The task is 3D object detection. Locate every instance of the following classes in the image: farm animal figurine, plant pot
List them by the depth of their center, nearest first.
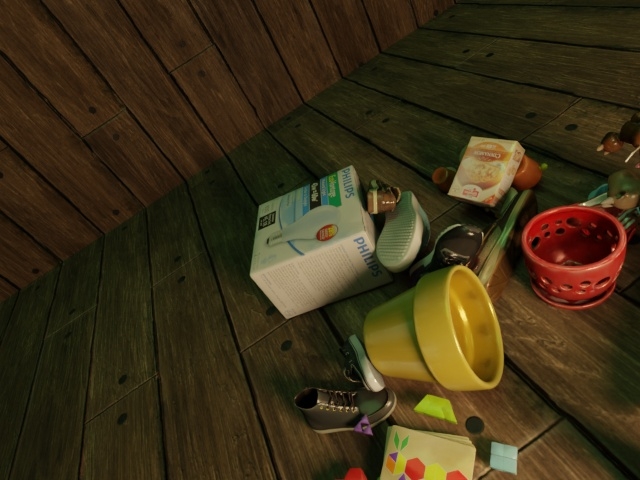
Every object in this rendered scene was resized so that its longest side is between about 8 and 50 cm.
[{"bbox_3d":[0.667,-0.080,0.801,0.172,0.330,0.327,-40,40,31],"label":"farm animal figurine"},{"bbox_3d":[0.555,0.046,0.905,0.191,0.174,0.191,-20,38,16],"label":"plant pot"},{"bbox_3d":[0.236,0.205,0.911,0.239,0.254,0.254,-22,36,37],"label":"plant pot"}]

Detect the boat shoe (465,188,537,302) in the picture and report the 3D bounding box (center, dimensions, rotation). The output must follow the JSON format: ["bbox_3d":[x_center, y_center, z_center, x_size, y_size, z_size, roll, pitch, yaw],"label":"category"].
[{"bbox_3d":[0.455,0.001,1.073,0.123,0.123,0.342,13,65,48],"label":"boat shoe"}]

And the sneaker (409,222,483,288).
[{"bbox_3d":[0.310,0.078,1.009,0.107,0.283,0.124,17,53,-4],"label":"sneaker"}]

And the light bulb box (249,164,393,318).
[{"bbox_3d":[0.000,0.000,1.304,0.361,0.225,0.358,-22,38,14],"label":"light bulb box"}]

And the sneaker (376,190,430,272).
[{"bbox_3d":[0.261,-0.007,1.165,0.135,0.150,0.366,-32,20,32],"label":"sneaker"}]

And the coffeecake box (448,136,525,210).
[{"bbox_3d":[0.475,-0.194,1.182,0.142,0.068,0.186,24,94,47],"label":"coffeecake box"}]

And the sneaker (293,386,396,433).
[{"bbox_3d":[0.056,0.372,0.933,0.222,0.118,0.083,-22,38,12],"label":"sneaker"}]

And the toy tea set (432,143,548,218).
[{"bbox_3d":[0.518,-0.190,1.281,0.336,0.124,0.200,35,101,47],"label":"toy tea set"}]

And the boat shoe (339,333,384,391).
[{"bbox_3d":[0.087,0.301,0.986,0.076,0.080,0.228,-36,17,1],"label":"boat shoe"}]

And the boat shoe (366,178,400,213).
[{"bbox_3d":[0.194,-0.129,1.242,0.095,0.095,0.257,-2,19,11],"label":"boat shoe"}]

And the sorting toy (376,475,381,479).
[{"bbox_3d":[0.154,0.478,0.833,0.083,0.012,0.062,-37,38,-7],"label":"sorting toy"}]

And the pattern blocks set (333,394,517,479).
[{"bbox_3d":[0.202,0.449,0.802,0.324,0.026,0.285,11,58,35],"label":"pattern blocks set"}]

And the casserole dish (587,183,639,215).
[{"bbox_3d":[0.774,-0.089,1.018,0.188,0.037,0.114,15,57,45],"label":"casserole dish"}]

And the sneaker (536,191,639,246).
[{"bbox_3d":[0.648,-0.025,0.996,0.221,0.087,0.128,-33,53,34],"label":"sneaker"}]
